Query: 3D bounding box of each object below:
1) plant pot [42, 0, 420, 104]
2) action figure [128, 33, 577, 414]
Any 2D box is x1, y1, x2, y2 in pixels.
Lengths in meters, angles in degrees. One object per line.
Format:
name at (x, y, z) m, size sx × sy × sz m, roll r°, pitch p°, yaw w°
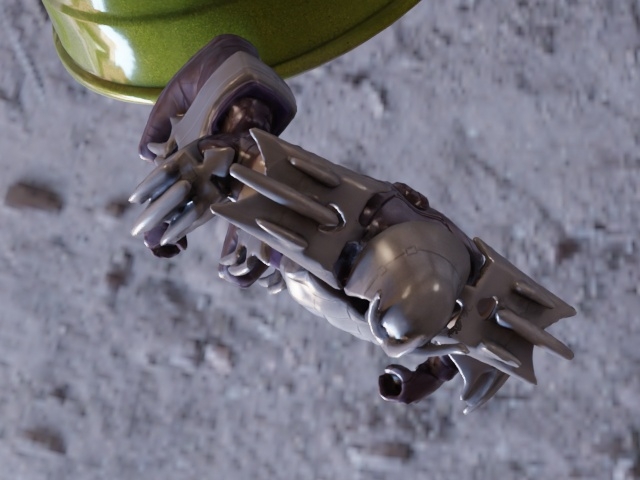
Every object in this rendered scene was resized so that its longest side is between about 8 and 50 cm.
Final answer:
plant pot at (-0.106, -0.352, 1.416) m, size 0.366 × 0.366 × 0.353 m, roll -12°, pitch 131°, yaw 17°
action figure at (0.000, 0.000, 0.817) m, size 0.185 × 0.285 × 0.099 m, roll 41°, pitch 91°, yaw -23°
